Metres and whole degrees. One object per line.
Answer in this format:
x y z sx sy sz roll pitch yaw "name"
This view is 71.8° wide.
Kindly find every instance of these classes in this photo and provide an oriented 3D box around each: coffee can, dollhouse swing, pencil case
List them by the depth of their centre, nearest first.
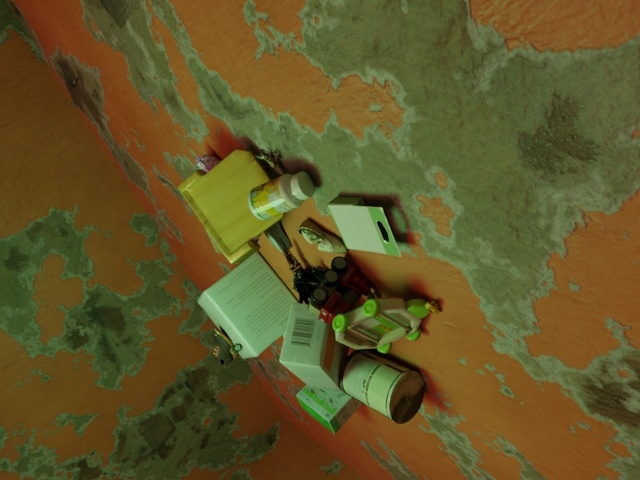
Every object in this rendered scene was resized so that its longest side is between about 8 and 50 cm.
-0.306 -0.138 1.702 0.346 0.305 0.315 54 179 1 "dollhouse swing"
0.237 0.564 1.738 0.275 0.201 0.201 11 133 51 "coffee can"
-0.422 -0.278 1.831 0.206 0.086 0.088 40 -169 14 "pencil case"

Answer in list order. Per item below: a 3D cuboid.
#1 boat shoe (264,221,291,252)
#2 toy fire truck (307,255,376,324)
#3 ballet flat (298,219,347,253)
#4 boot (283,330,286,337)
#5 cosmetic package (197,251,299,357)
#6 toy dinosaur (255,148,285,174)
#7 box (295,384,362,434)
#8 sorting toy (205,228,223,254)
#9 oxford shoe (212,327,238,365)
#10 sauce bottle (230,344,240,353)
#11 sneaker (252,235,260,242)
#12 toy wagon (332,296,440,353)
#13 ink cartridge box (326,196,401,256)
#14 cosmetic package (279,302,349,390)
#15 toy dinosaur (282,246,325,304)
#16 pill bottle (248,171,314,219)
-0.202 -0.042 1.793 0.076 0.083 0.226 13 135 49 "boat shoe"
0.103 0.212 1.524 0.246 0.217 0.158 29 148 10 "toy fire truck"
0.000 0.000 1.556 0.206 0.067 0.073 32 146 31 "ballet flat"
-0.081 0.442 2.096 0.086 0.190 0.069 86 164 -51 "boot"
-0.352 0.331 2.207 0.393 0.329 0.327 52 153 -1 "cosmetic package"
-0.155 -0.262 1.509 0.183 0.053 0.092 43 168 21 "toy dinosaur"
0.047 0.824 2.311 0.262 0.231 0.126 20 140 44 "box"
-0.529 0.021 2.424 0.208 0.038 0.193 21 141 37 "sorting toy"
-0.497 0.541 2.223 0.097 0.098 0.271 31 149 37 "oxford shoe"
-0.405 0.518 2.113 0.042 0.042 0.128 49 151 4 "sauce bottle"
-0.297 -0.022 2.012 0.057 0.047 0.119 25 146 22 "sneaker"
0.216 0.259 1.411 0.344 0.068 0.267 -32 135 27 "toy wagon"
0.138 -0.045 1.308 0.235 0.056 0.171 6 130 50 "ink cartridge box"
-0.006 0.437 1.763 0.162 0.230 0.453 4 153 15 "cosmetic package"
-0.060 0.174 1.788 0.322 0.164 0.218 35 173 -15 "toy dinosaur"
-0.127 -0.150 1.452 0.208 0.117 0.117 -18 111 33 "pill bottle"
